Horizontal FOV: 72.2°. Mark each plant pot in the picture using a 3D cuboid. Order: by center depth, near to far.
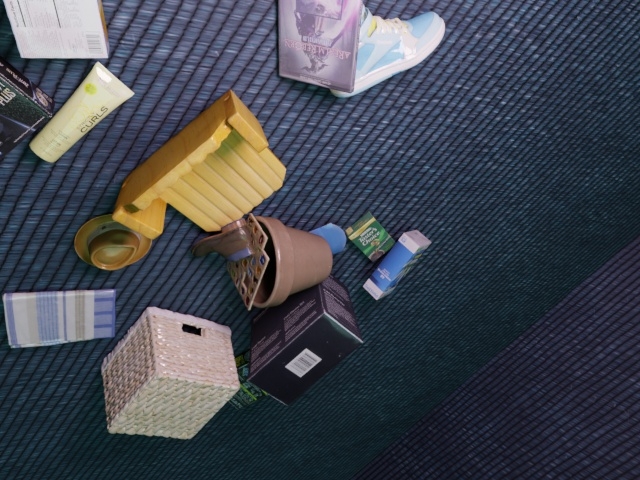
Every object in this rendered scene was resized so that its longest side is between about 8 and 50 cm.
[{"bbox_3d":[-0.097,0.059,1.320,0.229,0.263,0.263,-2,130,-37],"label":"plant pot"}]

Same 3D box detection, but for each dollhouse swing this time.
[{"bbox_3d":[-0.247,-0.122,1.075,0.346,0.315,0.305,-36,123,7],"label":"dollhouse swing"}]

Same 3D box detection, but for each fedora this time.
[{"bbox_3d":[-0.553,0.021,1.179,0.194,0.079,0.194,-13,132,-15],"label":"fedora"}]

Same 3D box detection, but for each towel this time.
[{"bbox_3d":[-0.758,0.225,1.291,0.285,0.034,0.209,-1,126,-27],"label":"towel"}]

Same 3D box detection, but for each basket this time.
[{"bbox_3d":[-0.494,0.446,1.445,0.328,0.266,0.331,27,115,-40],"label":"basket"}]

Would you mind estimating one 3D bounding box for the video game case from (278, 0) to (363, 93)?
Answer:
[{"bbox_3d":[-0.005,-0.477,0.952,0.026,0.196,0.274,-48,152,-45],"label":"video game case"}]

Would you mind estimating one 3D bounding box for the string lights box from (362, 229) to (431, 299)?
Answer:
[{"bbox_3d":[0.276,0.087,1.591,0.133,0.077,0.260,-12,140,-57],"label":"string lights box"}]

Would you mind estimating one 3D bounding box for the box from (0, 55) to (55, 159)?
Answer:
[{"bbox_3d":[-0.664,-0.264,0.883,0.180,0.077,0.147,-35,133,7],"label":"box"}]

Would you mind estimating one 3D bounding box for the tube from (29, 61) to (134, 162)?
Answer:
[{"bbox_3d":[-0.528,-0.272,0.957,0.240,0.062,0.070,-41,174,5],"label":"tube"}]

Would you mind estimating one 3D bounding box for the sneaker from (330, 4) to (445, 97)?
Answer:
[{"bbox_3d":[0.136,-0.496,1.026,0.319,0.127,0.208,-31,136,1],"label":"sneaker"}]

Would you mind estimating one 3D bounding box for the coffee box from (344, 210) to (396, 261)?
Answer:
[{"bbox_3d":[0.175,-0.009,1.519,0.113,0.040,0.184,-38,134,9],"label":"coffee box"}]

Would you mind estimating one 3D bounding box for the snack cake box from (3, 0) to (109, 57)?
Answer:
[{"bbox_3d":[-0.483,-0.471,0.782,0.152,0.089,0.264,-7,130,-18],"label":"snack cake box"}]

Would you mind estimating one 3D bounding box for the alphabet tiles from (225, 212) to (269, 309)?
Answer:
[{"bbox_3d":[-0.213,0.050,1.280,0.009,0.198,0.237,-1,129,-36],"label":"alphabet tiles"}]

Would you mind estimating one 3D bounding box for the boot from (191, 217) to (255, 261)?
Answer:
[{"bbox_3d":[-0.280,0.029,1.255,0.219,0.106,0.082,-28,176,31],"label":"boot"}]

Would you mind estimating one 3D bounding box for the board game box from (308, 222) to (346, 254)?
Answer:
[{"bbox_3d":[0.000,0.000,1.450,0.168,0.033,0.133,-21,133,6],"label":"board game box"}]

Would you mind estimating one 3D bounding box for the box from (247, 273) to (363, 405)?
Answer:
[{"bbox_3d":[-0.061,0.298,1.459,0.343,0.312,0.179,-43,114,15],"label":"box"}]

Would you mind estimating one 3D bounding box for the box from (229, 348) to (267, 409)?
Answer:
[{"bbox_3d":[-0.300,0.563,1.776,0.216,0.060,0.270,-28,135,-2],"label":"box"}]
